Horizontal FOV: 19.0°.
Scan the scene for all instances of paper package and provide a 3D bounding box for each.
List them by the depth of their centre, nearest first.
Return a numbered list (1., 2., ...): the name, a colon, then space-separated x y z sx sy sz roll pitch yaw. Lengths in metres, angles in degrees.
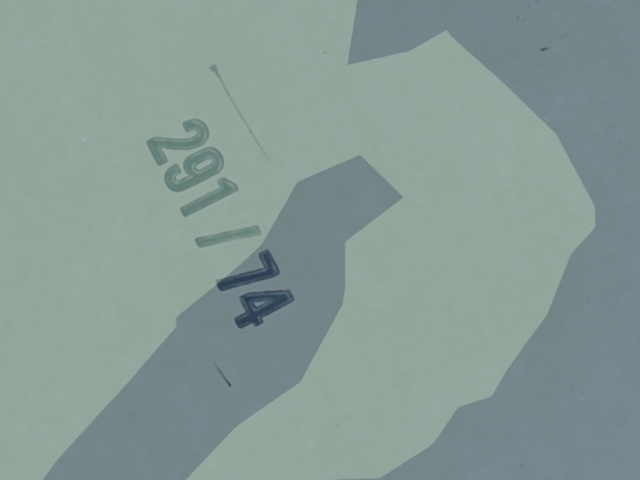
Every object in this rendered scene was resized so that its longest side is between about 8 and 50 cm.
1. paper package: 0.000 0.000 0.596 0.309 0.168 0.325 -32 80 -3
